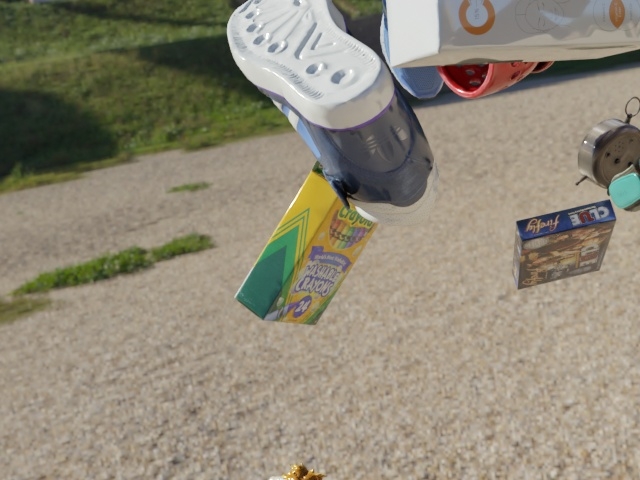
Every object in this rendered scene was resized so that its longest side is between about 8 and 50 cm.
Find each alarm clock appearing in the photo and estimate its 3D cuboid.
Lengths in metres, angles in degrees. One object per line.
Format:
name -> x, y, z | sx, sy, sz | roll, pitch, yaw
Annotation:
alarm clock -> 0.565, -0.180, 1.670 | 0.129, 0.192, 0.064 | 10, 15, -28

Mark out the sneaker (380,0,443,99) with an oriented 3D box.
sneaker -> 0.164, -0.408, 1.613 | 0.129, 0.330, 0.147 | -11, 29, 9

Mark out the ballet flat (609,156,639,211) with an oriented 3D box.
ballet flat -> 0.440, -0.083, 1.139 | 0.068, 0.072, 0.213 | -19, -5, -3

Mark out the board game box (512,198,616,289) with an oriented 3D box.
board game box -> 0.437, 0.012, 1.601 | 0.165, 0.042, 0.243 | -14, -25, 5

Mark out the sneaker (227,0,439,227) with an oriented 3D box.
sneaker -> 0.020, -0.139, 1.000 | 0.130, 0.236, 0.323 | -34, 42, -3

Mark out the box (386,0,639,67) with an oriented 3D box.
box -> 0.275, -0.356, 1.191 | 0.345, 0.215, 0.168 | -6, 5, -17

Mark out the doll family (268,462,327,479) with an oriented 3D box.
doll family -> 0.020, 0.319, 1.004 | 0.263, 0.163, 0.118 | 22, 68, 27

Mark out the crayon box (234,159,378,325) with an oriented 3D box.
crayon box -> 0.000, 0.000, 1.615 | 0.083, 0.323, 0.203 | 35, 9, 27

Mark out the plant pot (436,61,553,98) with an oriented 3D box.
plant pot -> 0.305, -0.357, 1.504 | 0.174, 0.191, 0.191 | -21, 15, -19
